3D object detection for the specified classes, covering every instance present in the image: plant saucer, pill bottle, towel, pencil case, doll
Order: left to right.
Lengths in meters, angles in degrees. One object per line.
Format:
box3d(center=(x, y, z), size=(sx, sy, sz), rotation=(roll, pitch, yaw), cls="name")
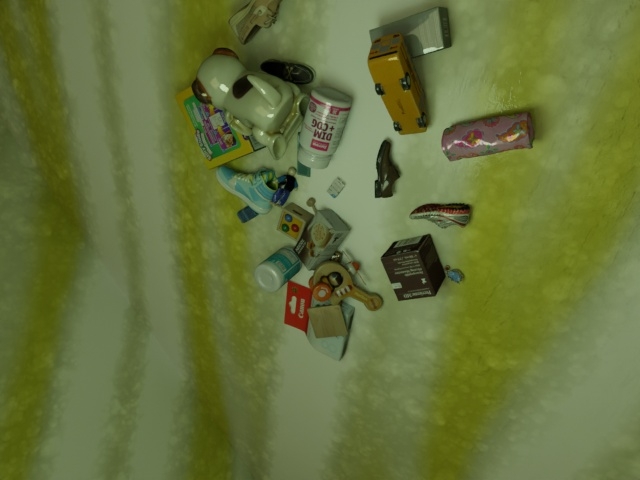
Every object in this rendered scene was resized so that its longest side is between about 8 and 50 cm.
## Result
box3d(center=(-0.365, -0.134, 2.076), size=(0.120, 0.029, 0.067), rotation=(-24, 101, 38), cls="towel")
box3d(center=(-0.182, 0.123, 1.948), size=(0.146, 0.264, 0.146), rotation=(14, 119, 26), cls="pill bottle")
box3d(center=(-0.161, -0.239, 1.849), size=(0.188, 0.129, 0.046), rotation=(-61, 37, 12), cls="doll")
box3d(center=(-0.073, -0.367, 1.787), size=(0.067, 0.018, 0.191), rotation=(17, 122, 24), cls="plant saucer")
box3d(center=(0.007, -0.433, 1.614), size=(0.160, 0.160, 0.283), rotation=(30, 126, 15), cls="pill bottle")
box3d(center=(0.546, -0.338, 1.370), size=(0.284, 0.124, 0.124), rotation=(-5, 111, 34), cls="pencil case")

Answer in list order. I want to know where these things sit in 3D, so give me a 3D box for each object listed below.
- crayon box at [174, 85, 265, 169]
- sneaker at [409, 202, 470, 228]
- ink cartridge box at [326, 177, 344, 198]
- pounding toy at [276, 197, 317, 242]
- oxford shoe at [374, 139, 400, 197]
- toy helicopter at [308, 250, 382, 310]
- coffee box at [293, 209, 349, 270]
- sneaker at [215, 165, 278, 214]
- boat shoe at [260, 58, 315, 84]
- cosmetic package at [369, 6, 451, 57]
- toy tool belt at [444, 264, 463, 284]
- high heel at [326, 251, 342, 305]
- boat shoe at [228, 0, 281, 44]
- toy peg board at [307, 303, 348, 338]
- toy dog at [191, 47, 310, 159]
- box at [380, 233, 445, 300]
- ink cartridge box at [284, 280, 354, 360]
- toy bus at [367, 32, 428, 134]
box3d(center=(-0.453, -0.538, 1.872), size=(0.313, 0.106, 0.362), rotation=(-11, 108, 36), cls="crayon box")
box3d(center=(0.448, -0.085, 1.574), size=(0.225, 0.088, 0.092), rotation=(4, 117, 30), cls="sneaker")
box3d(center=(0.069, -0.226, 1.767), size=(0.048, 0.028, 0.083), rotation=(44, 129, 4), cls="ink cartridge box")
box3d(center=(-0.086, -0.097, 1.885), size=(0.181, 0.094, 0.206), rotation=(32, 127, 14), cls="pounding toy")
box3d(center=(0.261, -0.276, 1.607), size=(0.096, 0.082, 0.227), rotation=(2, 115, 6), cls="oxford shoe")
box3d(center=(0.135, 0.201, 1.862), size=(0.355, 0.140, 0.234), rotation=(30, 97, -15), cls="toy helicopter")
box3d(center=(0.000, 0.000, 1.840), size=(0.141, 0.098, 0.246), rotation=(53, 126, 27), cls="coffee box")
box3d(center=(-0.325, -0.288, 1.915), size=(0.319, 0.127, 0.208), rotation=(37, 130, -2), cls="sneaker")
box3d(center=(-0.131, -0.663, 1.635), size=(0.228, 0.069, 0.081), rotation=(21, 123, 21), cls="boat shoe")
box3d(center=(0.293, -0.663, 1.362), size=(0.238, 0.107, 0.127), rotation=(0, 114, 34), cls="cosmetic package")
box3d(center=(0.531, 0.138, 1.662), size=(0.083, 0.051, 0.052), rotation=(41, 128, 7), cls="toy tool belt")
box3d(center=(0.075, 0.180, 1.934), size=(0.186, 0.093, 0.261), rotation=(-29, 93, 38), cls="high heel")
box3d(center=(-0.207, -0.859, 1.557), size=(0.341, 0.122, 0.110), rotation=(-11, 112, 45), cls="boat shoe")
box3d(center=(0.041, 0.368, 1.968), size=(0.161, 0.079, 0.161), rotation=(-11, 107, 17), cls="toy peg board")
box3d(center=(-0.291, -0.542, 1.584), size=(0.408, 0.395, 0.284), rotation=(33, 99, 13), cls="toy dog")
box3d(center=(0.375, 0.108, 1.667), size=(0.169, 0.167, 0.203), rotation=(-15, 106, 36), cls="box")
box3d(center=(-0.033, 0.406, 2.117), size=(0.385, 0.091, 0.308), rotation=(20, 123, 20), cls="ink cartridge box")
box3d(center=(0.268, -0.502, 1.381), size=(0.108, 0.130, 0.333), rotation=(-1, 151, 31), cls="toy bus")
